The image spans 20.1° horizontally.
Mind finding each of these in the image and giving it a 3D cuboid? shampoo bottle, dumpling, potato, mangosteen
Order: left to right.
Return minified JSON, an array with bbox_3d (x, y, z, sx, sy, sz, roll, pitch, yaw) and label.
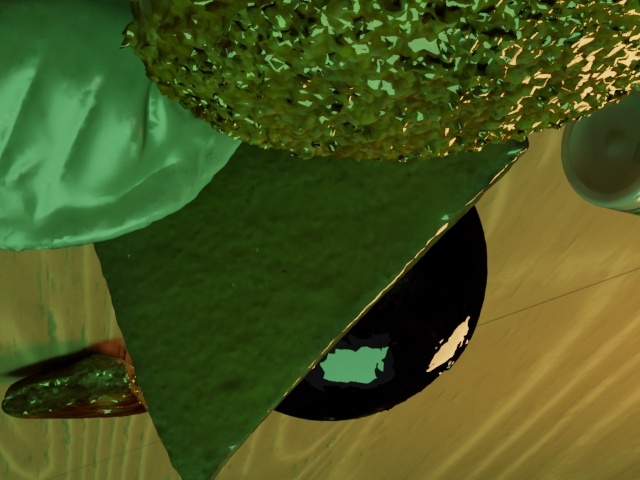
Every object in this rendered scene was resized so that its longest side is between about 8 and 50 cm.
[{"bbox_3d":[-0.139,-0.083,0.960,0.219,0.108,0.153,5,123,-4],"label":"dumpling"},{"bbox_3d":[-0.002,-0.018,1.062,0.255,0.269,0.112,-19,180,3],"label":"potato"},{"bbox_3d":[0.000,0.000,1.206,0.211,0.211,0.250,-14,135,16],"label":"mangosteen"},{"bbox_3d":[0.304,-0.049,1.329,0.303,0.092,0.092,8,156,-44],"label":"shampoo bottle"}]

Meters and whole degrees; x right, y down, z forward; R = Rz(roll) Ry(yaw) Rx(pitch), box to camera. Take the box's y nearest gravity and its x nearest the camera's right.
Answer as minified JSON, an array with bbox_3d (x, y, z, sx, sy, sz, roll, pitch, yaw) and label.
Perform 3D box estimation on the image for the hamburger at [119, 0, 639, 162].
[{"bbox_3d":[0.048,-0.130,0.814,0.276,0.179,0.294,-4,161,-17],"label":"hamburger"}]

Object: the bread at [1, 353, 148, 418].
[{"bbox_3d":[-0.211,0.146,1.756,0.154,0.054,0.136,-13,161,32],"label":"bread"}]
